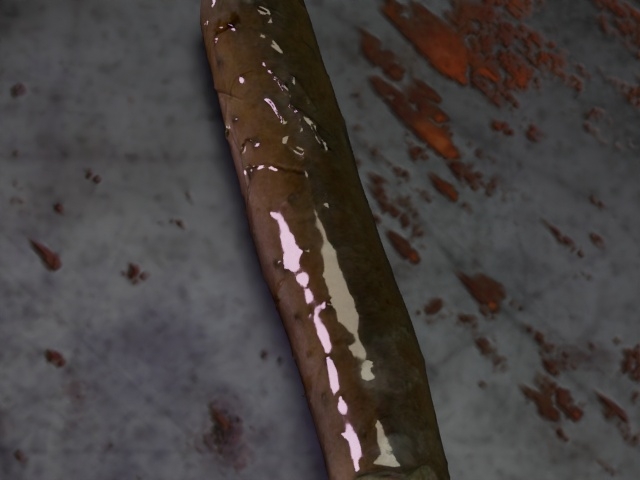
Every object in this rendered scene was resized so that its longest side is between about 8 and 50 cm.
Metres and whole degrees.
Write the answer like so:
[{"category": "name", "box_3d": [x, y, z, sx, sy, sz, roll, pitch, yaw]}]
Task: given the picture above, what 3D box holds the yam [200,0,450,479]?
[{"category": "yam", "box_3d": [0.000, 0.000, 0.996, 0.071, 0.067, 0.317, -16, 71, -2]}]
